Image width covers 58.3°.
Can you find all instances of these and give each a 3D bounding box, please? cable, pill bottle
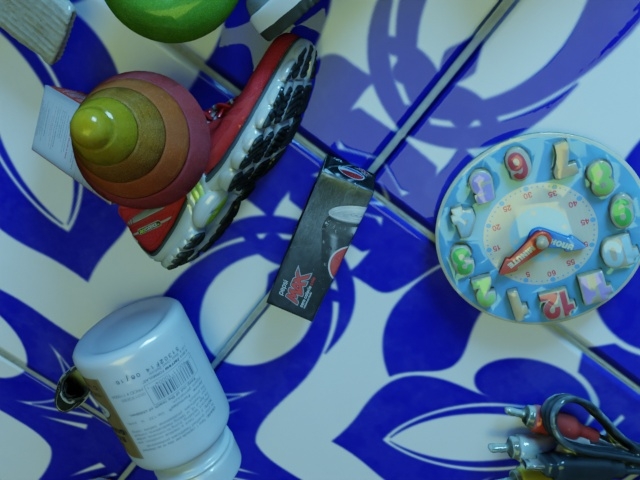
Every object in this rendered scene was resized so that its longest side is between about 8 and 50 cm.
[{"bbox_3d":[0.350,0.248,0.686,0.286,0.072,0.140,6,100,-7],"label":"cable"},{"bbox_3d":[-0.183,0.195,0.687,0.131,0.131,0.230,-14,112,15],"label":"pill bottle"}]

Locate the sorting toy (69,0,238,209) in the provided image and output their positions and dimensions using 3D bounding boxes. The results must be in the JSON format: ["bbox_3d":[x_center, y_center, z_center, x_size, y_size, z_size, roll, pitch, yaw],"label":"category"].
[{"bbox_3d":[-0.131,-0.202,0.430,0.126,0.126,0.366,12,96,-1],"label":"sorting toy"}]

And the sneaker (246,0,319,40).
[{"bbox_3d":[0.003,-0.311,0.417,0.178,0.124,0.295,40,108,-16],"label":"sneaker"}]

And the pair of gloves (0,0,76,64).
[{"bbox_3d":[-0.281,-0.300,0.493,0.204,0.042,0.240,33,128,-2],"label":"pair of gloves"}]

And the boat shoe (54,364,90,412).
[{"bbox_3d":[-0.324,0.193,0.760,0.046,0.038,0.125,41,115,-11],"label":"boat shoe"}]

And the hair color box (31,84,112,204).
[{"bbox_3d":[-0.221,-0.095,0.562,0.141,0.043,0.072,31,109,29],"label":"hair color box"}]

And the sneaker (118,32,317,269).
[{"bbox_3d":[-0.113,-0.093,0.559,0.118,0.107,0.279,42,111,3],"label":"sneaker"}]

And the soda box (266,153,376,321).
[{"bbox_3d":[0.000,0.000,0.608,0.060,0.053,0.169,23,117,-2],"label":"soda box"}]

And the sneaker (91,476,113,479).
[{"bbox_3d":[-0.332,0.437,0.863,0.064,0.067,0.175,0,117,7],"label":"sneaker"}]

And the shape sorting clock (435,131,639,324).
[{"bbox_3d":[0.220,-0.005,0.577,0.206,0.040,0.207,3,116,7],"label":"shape sorting clock"}]
